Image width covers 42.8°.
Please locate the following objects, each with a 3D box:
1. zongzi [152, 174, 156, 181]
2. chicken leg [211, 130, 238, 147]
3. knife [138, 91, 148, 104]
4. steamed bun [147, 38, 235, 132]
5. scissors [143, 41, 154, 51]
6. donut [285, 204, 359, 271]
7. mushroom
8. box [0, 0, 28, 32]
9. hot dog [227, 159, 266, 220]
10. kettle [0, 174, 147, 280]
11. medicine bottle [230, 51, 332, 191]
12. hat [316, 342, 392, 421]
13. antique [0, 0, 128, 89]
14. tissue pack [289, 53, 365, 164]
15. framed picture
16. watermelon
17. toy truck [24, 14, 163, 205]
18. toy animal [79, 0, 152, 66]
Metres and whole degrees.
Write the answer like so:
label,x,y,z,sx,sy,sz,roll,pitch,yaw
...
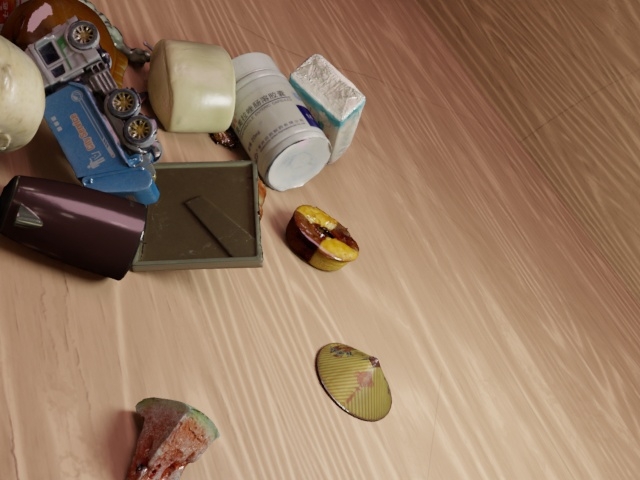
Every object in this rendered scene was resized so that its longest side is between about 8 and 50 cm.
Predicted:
label,x,y,z,sx,sy,sz,roll,pitch,yaw
zongzi,-0.400,-0.176,1.697,0.160,0.078,0.176,33,27,-7
chicken leg,-0.270,-0.278,2.035,0.145,0.037,0.062,39,45,-4
knife,-0.455,-0.303,1.867,0.035,0.018,0.247,40,30,-4
steamed bun,-0.307,-0.380,1.958,0.200,0.155,0.250,2,55,-31
scissors,-0.379,-0.450,2.082,0.212,0.021,0.110,38,21,-55
donut,0.000,0.000,1.922,0.184,0.073,0.166,34,31,-10
mushroom,-0.617,-0.191,1.338,0.314,0.314,0.336,18,67,-34
box,-0.678,-0.492,1.665,0.095,0.210,0.330,18,23,22
hot dog,-0.186,-0.084,1.803,0.146,0.103,0.213,55,27,-27
kettle,-0.439,-0.043,1.424,0.232,0.144,0.202,21,16,-24
medicine bottle,-0.129,-0.307,2.068,0.190,0.190,0.332,2,47,-48
hat,0.091,0.265,1.662,0.193,0.082,0.193,30,30,-20
antique,-0.540,-0.391,1.713,0.278,0.129,0.223,19,73,-54
tissue pack,0.007,-0.352,2.211,0.124,0.271,0.201,-40,79,-19
framed picture,-0.244,-0.059,1.649,0.247,0.022,0.335,-2,41,-6
watermelon,-0.217,0.310,1.230,0.098,0.121,0.158,49,26,-32
toy truck,-0.421,-0.233,1.546,0.367,0.175,0.146,60,-10,9
toy animal,-0.532,-0.501,1.972,0.255,0.090,0.170,42,9,-14
